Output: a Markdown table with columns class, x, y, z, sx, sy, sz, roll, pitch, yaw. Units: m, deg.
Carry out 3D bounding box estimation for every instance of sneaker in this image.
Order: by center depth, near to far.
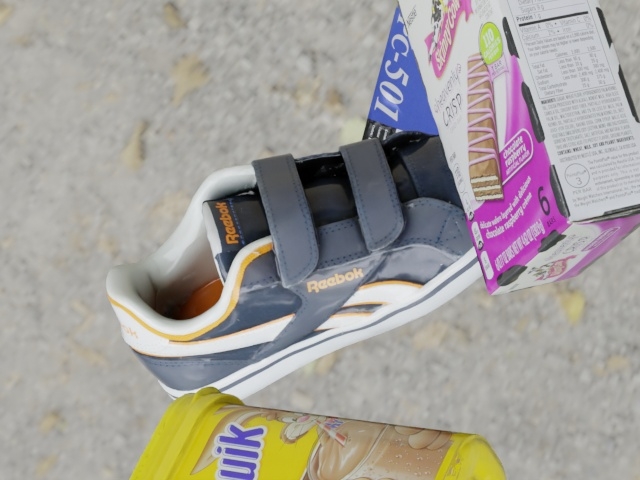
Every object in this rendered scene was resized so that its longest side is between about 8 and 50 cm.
| class | x | y | z | sx | sy | sz | roll | pitch | yaw |
| --- | --- | --- | --- | --- | --- | --- | --- | --- | --- |
| sneaker | 0.000 | 0.000 | 1.297 | 0.321 | 0.126 | 0.127 | -31 | 130 | 9 |

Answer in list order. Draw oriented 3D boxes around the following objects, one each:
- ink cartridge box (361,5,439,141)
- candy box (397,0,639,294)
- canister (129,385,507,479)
| class | x | y | z | sx | sy | sz | roll | pitch | yaw |
| --- | --- | --- | --- | --- | --- | --- | --- | --- | --- |
| ink cartridge box | 0.084 | -0.074 | 1.480 | 0.097 | 0.046 | 0.207 | 22 | 106 | 24 |
| candy box | 0.126 | -0.100 | 1.187 | 0.159 | 0.071 | 0.233 | 126 | 131 | -68 |
| canister | -0.008 | 0.140 | 0.891 | 0.170 | 0.126 | 0.073 | 3 | 143 | 34 |
